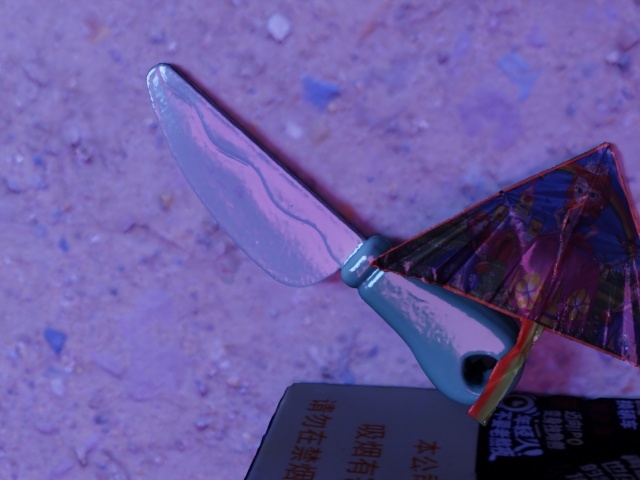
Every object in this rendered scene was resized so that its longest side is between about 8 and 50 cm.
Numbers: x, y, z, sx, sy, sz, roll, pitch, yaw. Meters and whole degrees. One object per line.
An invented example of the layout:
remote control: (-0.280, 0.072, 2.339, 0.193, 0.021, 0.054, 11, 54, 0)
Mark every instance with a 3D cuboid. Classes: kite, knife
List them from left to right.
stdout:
knife: (-0.001, 0.001, 0.530, 0.260, 0.034, 0.063, 37, 110, 3)
kite: (0.117, 0.023, 0.497, 0.189, 0.010, 0.159, 20, 94, -13)

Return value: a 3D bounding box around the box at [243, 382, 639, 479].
box: (0.114, 0.151, 0.462, 0.310, 0.198, 0.084, 1, 107, 10)
